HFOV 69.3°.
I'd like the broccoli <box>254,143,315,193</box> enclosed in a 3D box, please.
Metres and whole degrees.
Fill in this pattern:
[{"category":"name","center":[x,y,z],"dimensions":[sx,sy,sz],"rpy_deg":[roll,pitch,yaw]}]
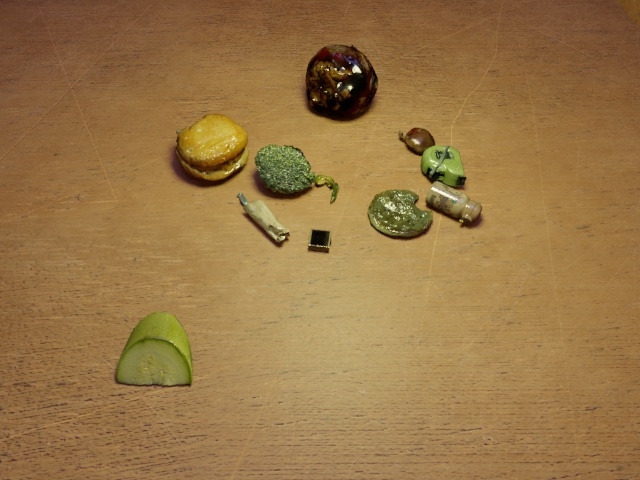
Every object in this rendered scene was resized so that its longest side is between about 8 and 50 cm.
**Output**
[{"category":"broccoli","center":[-0.140,-0.283,1.849],"dimensions":[0.226,0.198,0.176],"rpy_deg":[5,12,-31]}]

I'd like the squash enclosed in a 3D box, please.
[{"category":"squash","center":[-0.511,0.344,1.487],"dimensions":[0.237,0.155,0.204],"rpy_deg":[1,91,-2]}]

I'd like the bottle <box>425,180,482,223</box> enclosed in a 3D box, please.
[{"category":"bottle","center":[0.517,-0.140,1.795],"dimensions":[0.209,0.097,0.110],"rpy_deg":[30,71,19]}]

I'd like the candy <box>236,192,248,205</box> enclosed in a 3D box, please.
[{"category":"candy","center":[-0.309,-0.160,1.846],"dimensions":[0.030,0.020,0.083],"rpy_deg":[-21,59,-15]}]

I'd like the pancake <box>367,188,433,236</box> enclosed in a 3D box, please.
[{"category":"pancake","center":[0.306,-0.107,1.807],"dimensions":[0.253,0.037,0.253],"rpy_deg":[0,53,0]}]

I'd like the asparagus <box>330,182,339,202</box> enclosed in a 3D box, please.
[{"category":"asparagus","center":[0.057,-0.190,1.870],"dimensions":[0.021,0.025,0.108],"rpy_deg":[0,55,24]}]

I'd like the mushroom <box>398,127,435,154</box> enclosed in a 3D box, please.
[{"category":"mushroom","center":[0.420,-0.445,2.024],"dimensions":[0.170,0.080,0.135],"rpy_deg":[21,47,10]}]

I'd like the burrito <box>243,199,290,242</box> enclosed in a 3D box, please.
[{"category":"burrito","center":[-0.198,-0.074,1.761],"dimensions":[0.087,0.060,0.226],"rpy_deg":[-33,60,-21]}]

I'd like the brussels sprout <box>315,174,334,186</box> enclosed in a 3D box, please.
[{"category":"brussels sprout","center":[0.019,-0.243,1.894],"dimensions":[0.083,0.046,0.051],"rpy_deg":[14,50,8]}]

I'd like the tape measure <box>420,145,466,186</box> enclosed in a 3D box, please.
[{"category":"tape measure","center":[0.506,-0.322,1.919],"dimensions":[0.175,0.106,0.200],"rpy_deg":[7,53,0]}]

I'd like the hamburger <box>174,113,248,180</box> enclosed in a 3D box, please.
[{"category":"hamburger","center":[-0.453,-0.386,1.916],"dimensions":[0.290,0.170,0.314],"rpy_deg":[-35,61,-26]}]

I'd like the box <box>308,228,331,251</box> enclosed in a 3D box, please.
[{"category":"box","center":[0.000,0.000,1.726],"dimensions":[0.083,0.035,0.079],"rpy_deg":[5,54,4]}]

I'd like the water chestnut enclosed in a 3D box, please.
[{"category":"water chestnut","center":[0.074,-0.712,2.067],"dimensions":[0.335,0.335,0.347],"rpy_deg":[26,27,17]}]
